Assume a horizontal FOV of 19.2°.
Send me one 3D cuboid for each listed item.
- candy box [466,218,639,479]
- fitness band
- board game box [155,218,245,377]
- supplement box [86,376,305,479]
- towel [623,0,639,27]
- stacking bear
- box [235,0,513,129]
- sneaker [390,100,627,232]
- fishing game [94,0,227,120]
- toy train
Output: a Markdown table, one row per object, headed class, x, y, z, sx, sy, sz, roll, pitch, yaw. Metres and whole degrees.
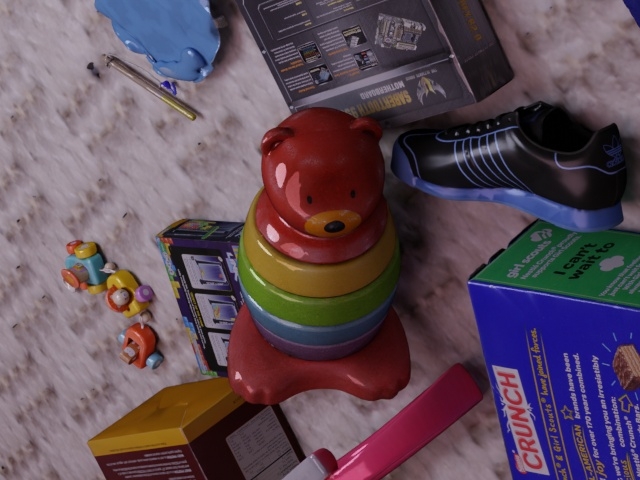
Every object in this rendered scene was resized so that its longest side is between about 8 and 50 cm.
| class | x | y | z | sx | sy | sz | roll | pitch | yaw |
| --- | --- | --- | --- | --- | --- | --- | --- | --- | --- |
| candy box | 0.298 | 0.139 | 1.578 | 0.317 | 0.122 | 0.268 | 8 | 123 | 42 |
| fitness band | 0.043 | 0.212 | 1.825 | 0.054 | 0.209 | 0.291 | 56 | 142 | 9 |
| board game box | -0.089 | 0.063 | 1.988 | 0.141 | 0.048 | 0.170 | 4 | 119 | 43 |
| supplement box | -0.123 | 0.268 | 2.105 | 0.191 | 0.129 | 0.194 | -15 | 105 | 50 |
| towel | 0.351 | -0.133 | 1.365 | 0.227 | 0.076 | 0.308 | -15 | 108 | 57 |
| stacking bear | 0.000 | 0.000 | 1.725 | 0.289 | 0.175 | 0.164 | 93 | 174 | -50 |
| box | 0.039 | -0.189 | 1.665 | 0.231 | 0.056 | 0.183 | -14 | 108 | 50 |
| sneaker | 0.159 | -0.078 | 1.610 | 0.232 | 0.081 | 0.090 | 16 | 119 | 35 |
| fishing game | -0.161 | -0.241 | 1.854 | 0.189 | 0.041 | 0.264 | 31 | 144 | 28 |
| toy train | -0.248 | 0.077 | 2.166 | 0.166 | 0.046 | 0.125 | 40 | 139 | 18 |
